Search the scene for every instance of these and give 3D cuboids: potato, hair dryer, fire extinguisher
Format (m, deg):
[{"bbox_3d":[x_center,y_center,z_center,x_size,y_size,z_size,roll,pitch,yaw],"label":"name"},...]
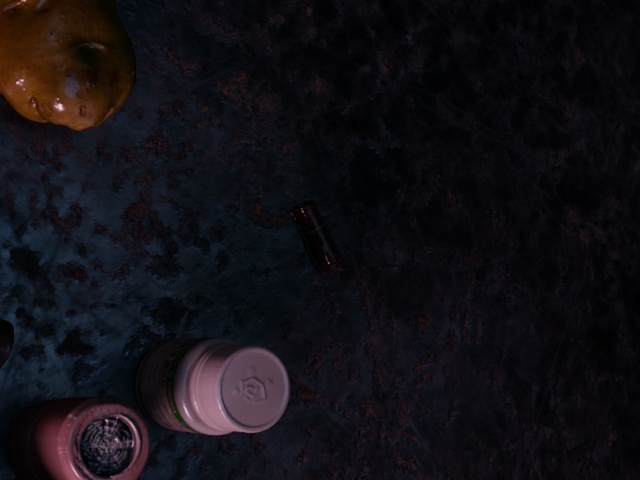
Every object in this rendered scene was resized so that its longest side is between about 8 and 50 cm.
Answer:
[{"bbox_3d":[-0.383,-0.318,1.469,0.196,0.176,0.369,-22,90,5],"label":"potato"},{"bbox_3d":[-0.271,0.371,1.417,0.125,0.210,0.352,-25,95,-35],"label":"hair dryer"},{"bbox_3d":[0.000,0.000,1.761,0.056,0.039,0.132,-26,103,0],"label":"fire extinguisher"}]

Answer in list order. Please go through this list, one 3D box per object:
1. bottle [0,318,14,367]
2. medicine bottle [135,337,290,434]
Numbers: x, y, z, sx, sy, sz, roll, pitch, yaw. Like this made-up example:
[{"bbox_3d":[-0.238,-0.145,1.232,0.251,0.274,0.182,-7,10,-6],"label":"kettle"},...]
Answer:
[{"bbox_3d":[-0.496,0.096,1.326,0.244,0.072,0.082,30,30,-39],"label":"bottle"},{"bbox_3d":[-0.152,0.204,1.516,0.139,0.237,0.139,3,85,-33],"label":"medicine bottle"}]
